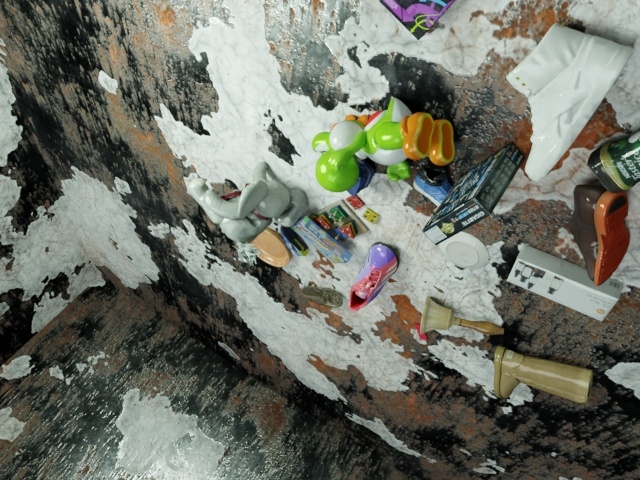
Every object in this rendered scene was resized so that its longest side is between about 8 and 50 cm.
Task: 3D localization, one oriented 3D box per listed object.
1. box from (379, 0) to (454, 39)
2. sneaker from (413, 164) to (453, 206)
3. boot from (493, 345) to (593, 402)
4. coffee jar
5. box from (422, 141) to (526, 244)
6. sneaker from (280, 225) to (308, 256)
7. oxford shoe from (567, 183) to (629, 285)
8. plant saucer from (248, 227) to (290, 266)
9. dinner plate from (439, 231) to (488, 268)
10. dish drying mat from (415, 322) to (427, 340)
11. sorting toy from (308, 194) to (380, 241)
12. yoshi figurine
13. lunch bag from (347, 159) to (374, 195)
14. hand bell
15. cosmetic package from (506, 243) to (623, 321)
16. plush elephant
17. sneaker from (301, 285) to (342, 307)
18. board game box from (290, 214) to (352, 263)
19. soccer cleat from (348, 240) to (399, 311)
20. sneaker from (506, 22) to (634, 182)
[{"bbox_3d":[0.198,-0.478,0.970,0.116,0.029,0.162,42,145,-6],"label":"box"},{"bbox_3d":[0.304,-0.129,1.259,0.152,0.058,0.084,37,156,14],"label":"sneaker"},{"bbox_3d":[0.677,0.445,1.572,0.270,0.089,0.236,11,138,33],"label":"boot"},{"bbox_3d":[0.595,-0.158,0.934,0.096,0.079,0.184,45,147,-10],"label":"coffee jar"},{"bbox_3d":[0.334,-0.102,1.118,0.051,0.220,0.175,44,145,-5],"label":"box"},{"bbox_3d":[-0.104,0.002,1.806,0.059,0.053,0.144,-6,126,49],"label":"sneaker"},{"bbox_3d":[0.601,-0.013,1.115,0.098,0.097,0.271,38,156,48],"label":"oxford shoe"},{"bbox_3d":[-0.192,0.017,1.921,0.200,0.037,0.200,25,145,19],"label":"plant saucer"},{"bbox_3d":[0.392,0.032,1.410,0.141,0.017,0.141,25,146,18],"label":"dinner plate"},{"bbox_3d":[0.355,0.322,1.797,0.032,0.008,0.083,9,138,37],"label":"dish drying mat"},{"bbox_3d":[0.066,-0.052,1.588,0.132,0.046,0.275,48,145,-14],"label":"sorting toy"},{"bbox_3d":[0.120,-0.196,1.222,0.362,0.203,0.203,4,132,44],"label":"yoshi figurine"},{"bbox_3d":[0.101,-0.178,1.388,0.067,0.065,0.098,47,150,15],"label":"lunch bag"},{"bbox_3d":[0.439,0.252,1.578,0.242,0.126,0.126,9,138,18],"label":"hand bell"},{"bbox_3d":[0.597,0.104,1.263,0.239,0.060,0.098,24,145,20],"label":"cosmetic package"},{"bbox_3d":[-0.208,-0.123,1.607,0.272,0.255,0.330,20,-146,-55],"label":"plush elephant"},{"bbox_3d":[0.018,0.220,1.959,0.188,0.066,0.071,16,158,38],"label":"sneaker"},{"bbox_3d":[0.000,0.000,1.672,0.201,0.035,0.136,40,166,-10],"label":"board game box"},{"bbox_3d":[0.163,0.123,1.641,0.109,0.116,0.318,32,146,9],"label":"soccer cleat"},{"bbox_3d":[0.422,-0.258,0.966,0.169,0.108,0.292,31,136,14],"label":"sneaker"}]
